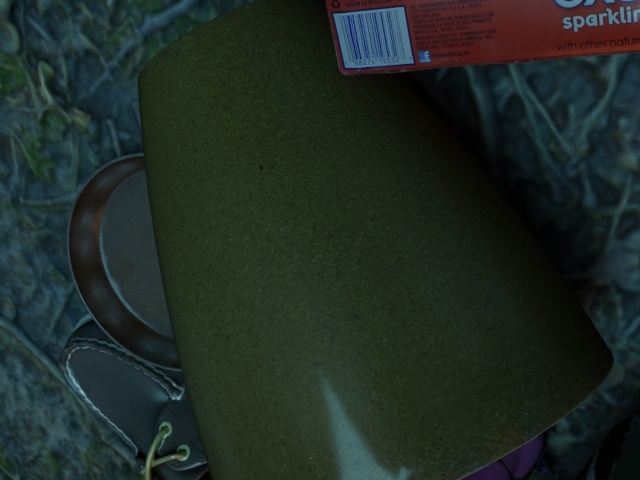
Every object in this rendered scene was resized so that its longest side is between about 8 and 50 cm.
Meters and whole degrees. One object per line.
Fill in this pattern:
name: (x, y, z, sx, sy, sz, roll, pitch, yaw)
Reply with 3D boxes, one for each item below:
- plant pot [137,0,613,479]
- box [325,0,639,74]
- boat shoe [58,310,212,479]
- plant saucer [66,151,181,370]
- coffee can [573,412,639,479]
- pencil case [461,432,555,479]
plant pot: (0.000, 0.000, 0.536, 0.237, 0.237, 0.254, -26, 90, 35)
box: (0.132, -0.161, 0.422, 0.256, 0.123, 0.128, 0, 118, 27)
boat shoe: (-0.079, 0.170, 0.734, 0.324, 0.097, 0.117, 35, 127, 5)
plant saucer: (-0.109, 0.015, 0.691, 0.168, 0.029, 0.169, 7, 110, 21)
coffee can: (0.197, 0.272, 0.588, 0.201, 0.201, 0.275, 30, 126, 9)
pencil case: (0.073, 0.188, 0.597, 0.095, 0.209, 0.098, 34, 138, 12)
